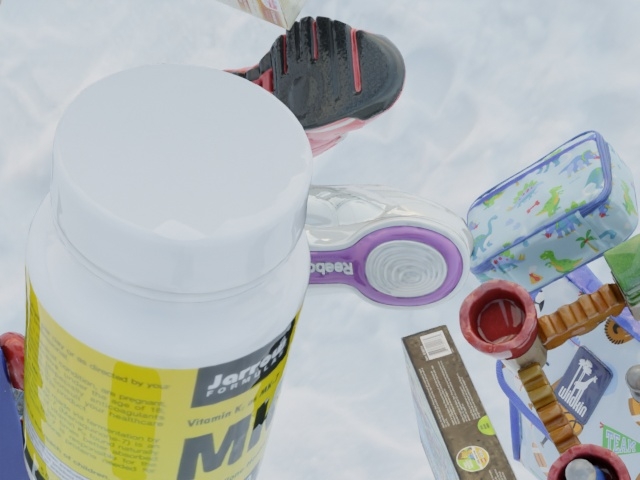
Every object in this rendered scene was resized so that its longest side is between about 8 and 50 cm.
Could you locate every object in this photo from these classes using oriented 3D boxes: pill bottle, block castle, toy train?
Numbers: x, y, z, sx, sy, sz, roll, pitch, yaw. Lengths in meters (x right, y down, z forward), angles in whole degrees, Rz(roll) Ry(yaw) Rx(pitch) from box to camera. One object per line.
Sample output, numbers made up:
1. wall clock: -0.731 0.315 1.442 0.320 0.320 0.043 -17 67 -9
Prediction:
1. pill bottle: -0.069 0.033 0.564 0.119 0.208 0.119 7 47 -7
2. block castle: 0.405 0.097 1.367 0.453 0.213 0.303 -29 60 8
3. toy train: -0.265 0.067 0.874 0.105 0.248 0.143 -27 49 -25

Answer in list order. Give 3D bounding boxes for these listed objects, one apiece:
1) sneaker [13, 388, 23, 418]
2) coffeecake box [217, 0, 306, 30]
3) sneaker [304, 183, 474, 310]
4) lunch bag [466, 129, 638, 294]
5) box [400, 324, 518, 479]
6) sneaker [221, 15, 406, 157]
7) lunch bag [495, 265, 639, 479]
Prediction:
1. sneaker: -0.370 0.258 1.578 0.081 0.211 0.080 20 41 -30
2. coffeecake box: -0.080 -0.304 1.235 0.185 0.068 0.142 25 75 17
3. sneaker: 0.000 0.000 1.260 0.305 0.152 0.114 9 110 12
4. lunch bag: 0.282 -0.031 1.621 0.090 0.219 0.176 46 30 -22
5. box: 0.105 0.165 0.872 0.036 0.114 0.207 -16 38 -4
6. sneaker: -0.010 -0.145 1.340 0.136 0.314 0.116 11 76 -41
7. lunch bag: 0.419 0.247 1.807 0.239 0.385 0.328 -26 44 -19
